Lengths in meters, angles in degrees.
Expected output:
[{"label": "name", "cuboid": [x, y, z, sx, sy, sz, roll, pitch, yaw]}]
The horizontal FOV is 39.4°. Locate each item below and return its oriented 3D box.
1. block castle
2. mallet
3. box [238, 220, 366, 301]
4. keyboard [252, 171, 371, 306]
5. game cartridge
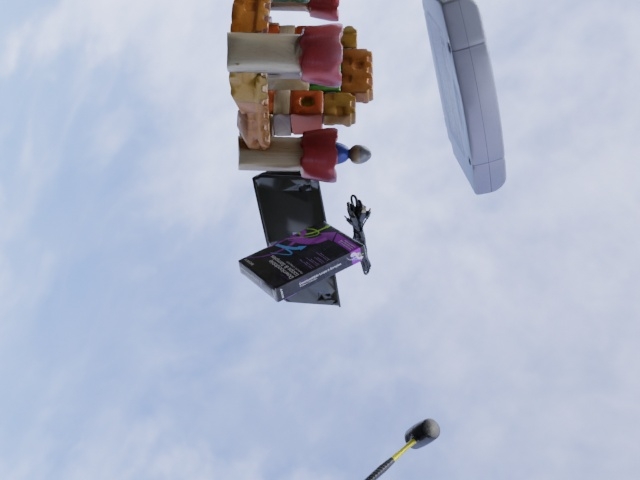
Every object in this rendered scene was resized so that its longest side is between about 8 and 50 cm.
[{"label": "block castle", "cuboid": [-0.017, -0.336, 1.385, 0.303, 0.213, 0.453, 92, 0, -55]}, {"label": "mallet", "cuboid": [0.114, 0.352, 1.435, 0.039, 0.190, 0.062, 53, -32, 8]}, {"label": "box", "cuboid": [-0.029, 0.029, 1.361, 0.116, 0.162, 0.029, 32, -38, 50]}, {"label": "keyboard", "cuboid": [0.000, 0.000, 1.584, 0.202, 0.317, 0.033, 4, -136, 15]}, {"label": "game cartridge", "cuboid": [0.206, -0.225, 1.284, 0.062, 0.297, 0.198, -17, -148, -1]}]
